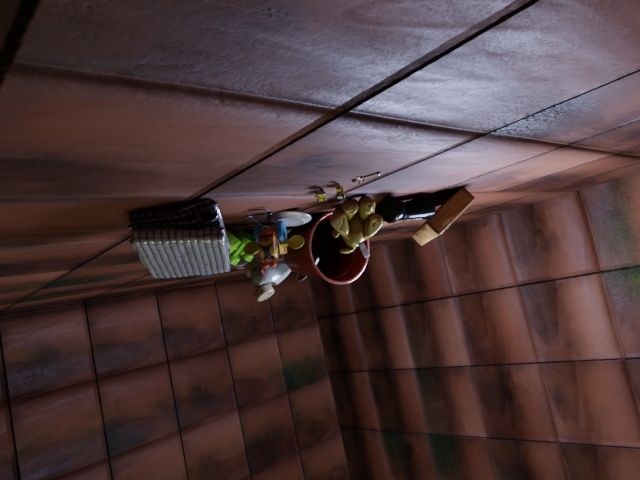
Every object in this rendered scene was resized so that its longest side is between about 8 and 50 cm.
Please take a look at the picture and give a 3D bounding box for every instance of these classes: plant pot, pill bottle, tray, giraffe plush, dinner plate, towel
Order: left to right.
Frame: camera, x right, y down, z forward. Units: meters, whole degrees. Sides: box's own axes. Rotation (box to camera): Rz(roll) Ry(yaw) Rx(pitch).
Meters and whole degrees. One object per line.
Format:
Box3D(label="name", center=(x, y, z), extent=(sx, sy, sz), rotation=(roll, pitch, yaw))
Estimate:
Box3D(label="towel", center=(-0.365, 0.003, 1.337), extent=(0.235, 0.121, 0.284), rotation=(-3, 157, -7))
Box3D(label="pill bottle", center=(-0.348, 0.066, 2.148), extent=(0.108, 0.108, 0.193), rotation=(-11, 174, -9))
Box3D(label="dinner plate", center=(-0.101, -0.069, 1.679), extent=(0.141, 0.017, 0.141), rotation=(0, 165, 0))
Box3D(label="plant pot", center=(0.002, 0.033, 1.940), extent=(0.272, 0.272, 0.265), rotation=(-8, -179, -33))
Box3D(label="giraffe plush", center=(0.106, -0.062, 1.730), extent=(0.181, 0.210, 0.170), rotation=(-14, -157, -11))
Box3D(label="tray", center=(0.502, -0.089, 2.091), extent=(0.203, 0.076, 0.411), rotation=(-45, 175, -2))

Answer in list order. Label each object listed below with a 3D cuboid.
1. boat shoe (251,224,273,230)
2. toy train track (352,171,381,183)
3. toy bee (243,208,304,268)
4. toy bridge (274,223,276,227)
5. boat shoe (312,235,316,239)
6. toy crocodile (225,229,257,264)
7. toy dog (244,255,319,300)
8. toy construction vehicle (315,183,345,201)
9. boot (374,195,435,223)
Box3D(label="boat shoe", center=(-0.205, -0.032, 1.797), extent=(0.046, 0.038, 0.125), rotation=(2, 171, 27))
Box3D(label="toy train track", center=(0.127, -0.170, 1.377), extent=(0.083, 0.014, 0.048), rotation=(-15, 173, 22))
Box3D(label="toy bee", center=(-0.172, 0.016, 1.625), extent=(0.195, 0.162, 0.298), rotation=(-12, 166, 30))
Box3D(label="toy bridge", center=(-0.131, -0.061, 1.796), extent=(0.063, 0.026, 0.188), rotation=(-6, 172, -25))
Box3D(label="boat shoe", center=(0.000, 0.000, 2.199), extent=(0.104, 0.111, 0.307), rotation=(-11, 174, -18))
Box3D(label="toy crocodile", center=(-0.281, 0.007, 1.800), extent=(0.115, 0.105, 0.340), rotation=(-50, 170, 11))
Box3D(label="toy dog", center=(-0.161, 0.105, 2.076), extent=(0.333, 0.220, 0.161), rotation=(-45, 171, -26))
Box3D(label="toy construction vehicle", center=(0.026, -0.137, 1.425), extent=(0.085, 0.035, 0.098), rotation=(-2, 173, 10))
Box3D(label="boot", center=(0.326, -0.117, 1.833), extent=(0.207, 0.094, 0.246), rotation=(-8, 179, -9))
